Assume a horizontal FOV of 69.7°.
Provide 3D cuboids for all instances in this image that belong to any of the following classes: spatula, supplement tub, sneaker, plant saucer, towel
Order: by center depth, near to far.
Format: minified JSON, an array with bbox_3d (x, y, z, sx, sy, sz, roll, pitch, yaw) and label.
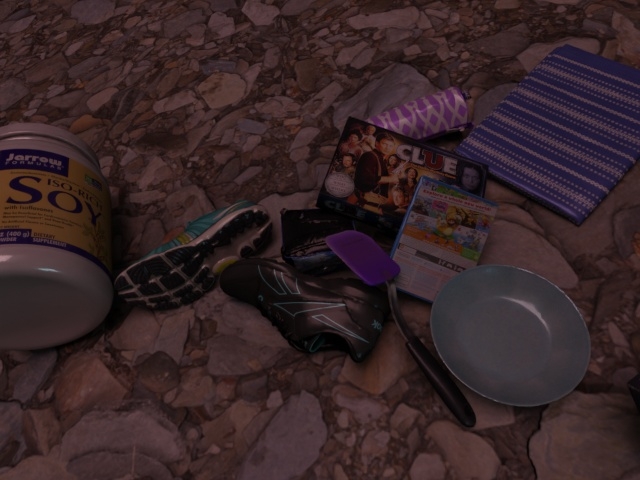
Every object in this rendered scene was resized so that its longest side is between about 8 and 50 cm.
[{"bbox_3d":[0.239,0.121,0.597,0.195,0.037,0.194,-2,54,3],"label":"plant saucer"},{"bbox_3d":[0.111,0.105,0.598,0.084,0.030,0.296,-19,73,-46],"label":"spatula"},{"bbox_3d":[-0.038,0.096,0.661,0.268,0.101,0.106,10,62,21],"label":"sneaker"},{"bbox_3d":[-0.478,-0.015,0.767,0.241,0.241,0.331,-21,54,0],"label":"supplement tub"},{"bbox_3d":[-0.210,0.020,0.779,0.275,0.107,0.110,-30,34,-12],"label":"sneaker"},{"bbox_3d":[0.424,-0.196,0.784,0.336,0.040,0.243,-43,58,-13],"label":"towel"}]

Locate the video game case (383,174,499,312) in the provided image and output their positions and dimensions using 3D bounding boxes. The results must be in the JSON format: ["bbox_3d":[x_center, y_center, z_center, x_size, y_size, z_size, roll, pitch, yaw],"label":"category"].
[{"bbox_3d":[0.169,0.005,0.654,0.119,0.015,0.166,22,87,1],"label":"video game case"}]

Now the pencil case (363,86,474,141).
[{"bbox_3d":[0.165,-0.202,0.826,0.206,0.086,0.088,-20,77,3],"label":"pencil case"}]

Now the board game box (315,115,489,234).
[{"bbox_3d":[0.133,-0.087,0.720,0.244,0.042,0.165,19,61,0],"label":"board game box"}]

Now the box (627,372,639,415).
[{"bbox_3d":[0.494,0.152,0.350,0.296,0.182,0.294,-32,16,-8],"label":"box"}]

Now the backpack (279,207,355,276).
[{"bbox_3d":[0.000,0.000,0.725,0.115,0.084,0.104,-9,53,5],"label":"backpack"}]
